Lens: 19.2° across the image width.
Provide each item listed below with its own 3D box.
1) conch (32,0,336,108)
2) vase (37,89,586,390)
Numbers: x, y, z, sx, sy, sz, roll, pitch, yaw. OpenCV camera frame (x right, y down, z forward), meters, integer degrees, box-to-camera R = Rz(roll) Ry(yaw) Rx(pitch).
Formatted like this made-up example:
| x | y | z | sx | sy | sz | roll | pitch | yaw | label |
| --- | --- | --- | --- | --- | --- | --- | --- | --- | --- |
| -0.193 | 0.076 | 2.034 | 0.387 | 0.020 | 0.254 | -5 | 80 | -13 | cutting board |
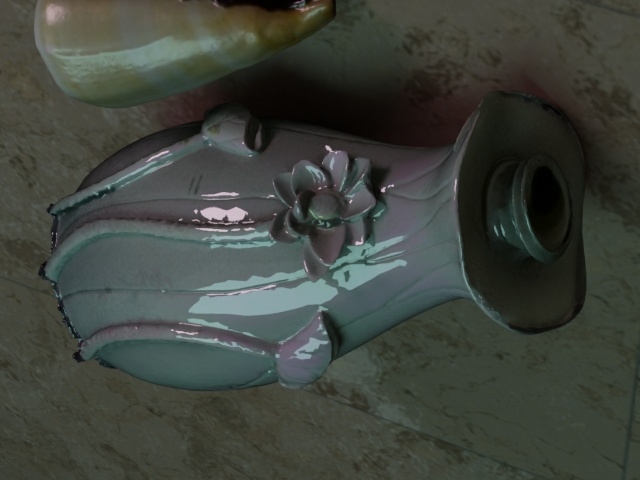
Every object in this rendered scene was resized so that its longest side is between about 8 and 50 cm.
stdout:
| x | y | z | sx | sy | sz | roll | pitch | yaw | label |
| --- | --- | --- | --- | --- | --- | --- | --- | --- | --- |
| -0.108 | -0.186 | 1.473 | 0.255 | 0.127 | 0.158 | -3 | 108 | 11 | conch |
| 0.000 | 0.000 | 1.523 | 0.445 | 0.250 | 0.250 | -8 | 132 | 39 | vase |
